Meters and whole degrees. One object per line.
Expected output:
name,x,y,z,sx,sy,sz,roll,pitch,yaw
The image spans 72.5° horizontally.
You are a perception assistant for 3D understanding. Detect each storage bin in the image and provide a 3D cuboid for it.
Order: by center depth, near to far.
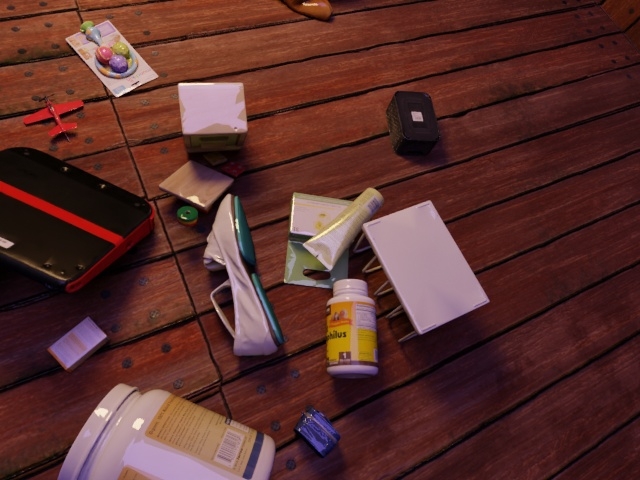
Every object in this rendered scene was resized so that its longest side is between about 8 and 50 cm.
storage bin,0.279,-0.356,1.329,0.122,0.084,0.180,-1,66,-14

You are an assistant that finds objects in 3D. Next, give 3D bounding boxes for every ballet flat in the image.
ballet flat,-0.202,0.078,1.013,0.139,0.139,0.400,-14,71,-18

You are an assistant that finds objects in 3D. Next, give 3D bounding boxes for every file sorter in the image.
file sorter,0.225,0.083,1.072,0.193,0.173,0.277,-20,72,-19

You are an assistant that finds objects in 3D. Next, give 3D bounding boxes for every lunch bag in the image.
lunch bag,-0.008,0.406,0.935,0.098,0.067,0.065,43,64,9

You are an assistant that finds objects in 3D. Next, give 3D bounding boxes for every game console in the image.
game console,-0.590,-0.061,0.924,0.386,0.060,0.342,24,33,-1

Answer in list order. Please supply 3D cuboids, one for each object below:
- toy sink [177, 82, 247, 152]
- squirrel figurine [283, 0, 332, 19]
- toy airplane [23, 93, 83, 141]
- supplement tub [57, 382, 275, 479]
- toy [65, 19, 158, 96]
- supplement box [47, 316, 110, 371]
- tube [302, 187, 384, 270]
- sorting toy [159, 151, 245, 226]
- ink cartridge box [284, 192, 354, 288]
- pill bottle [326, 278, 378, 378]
toy sink,-0.279,-0.303,1.126,0.153,0.234,0.131,-6,92,-16
squirrel figurine,-0.089,-0.973,1.356,0.397,0.370,0.281,13,65,-7
toy airplane,-0.681,-0.317,1.121,0.151,0.028,0.151,4,67,-9
supplement tub,-0.264,0.411,0.785,0.316,0.228,0.228,25,64,-1
toy,-0.587,-0.526,1.220,0.137,0.056,0.237,-39,80,-23
supplement box,-0.507,0.218,0.920,0.062,0.036,0.098,43,65,8
tube,0.066,-0.037,1.099,0.070,0.062,0.240,21,59,42
sorting toy,-0.306,-0.135,1.103,0.132,0.046,0.274,24,45,8
ink cartridge box,0.000,0.000,1.125,0.171,0.056,0.235,8,63,-10
pill bottle,0.072,0.204,1.014,0.117,0.117,0.215,5,65,-11
